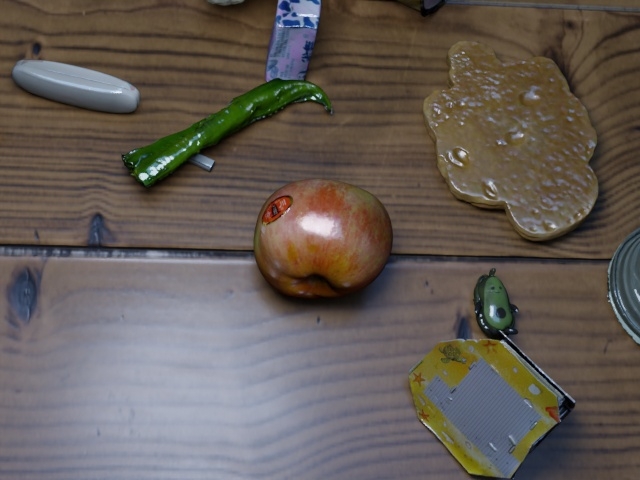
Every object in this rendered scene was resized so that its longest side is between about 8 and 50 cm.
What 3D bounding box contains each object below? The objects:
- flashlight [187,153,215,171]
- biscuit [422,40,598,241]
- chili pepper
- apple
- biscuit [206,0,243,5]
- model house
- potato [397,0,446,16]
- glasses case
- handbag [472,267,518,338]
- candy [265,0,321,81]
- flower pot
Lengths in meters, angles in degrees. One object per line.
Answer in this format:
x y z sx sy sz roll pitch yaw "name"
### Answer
-0.210 -0.136 1.787 0.083 0.018 0.018 25 69 4 "flashlight"
0.311 -0.170 1.838 0.269 0.051 0.376 -22 72 -11 "biscuit"
-0.144 -0.183 1.774 0.359 0.076 0.085 -26 45 -20 "chili pepper"
0.000 0.000 1.663 0.209 0.209 0.164 9 70 -3 "apple"
-0.029 -0.581 1.834 0.429 0.104 0.446 -31 46 15 "biscuit"
0.266 0.220 1.662 0.219 0.207 0.136 44 35 20 "model house"
0.122 -0.521 1.877 0.266 0.229 0.229 32 69 15 "potato"
-0.389 -0.246 1.777 0.204 0.081 0.051 13 71 -3 "glasses case"
0.268 0.100 1.735 0.072 0.047 0.111 -1 67 -14 "handbag"
-0.044 -0.332 1.805 0.073 0.160 0.092 7 62 -7 "candy"
0.578 0.059 1.735 0.235 0.140 0.235 3 69 -7 "flower pot"
